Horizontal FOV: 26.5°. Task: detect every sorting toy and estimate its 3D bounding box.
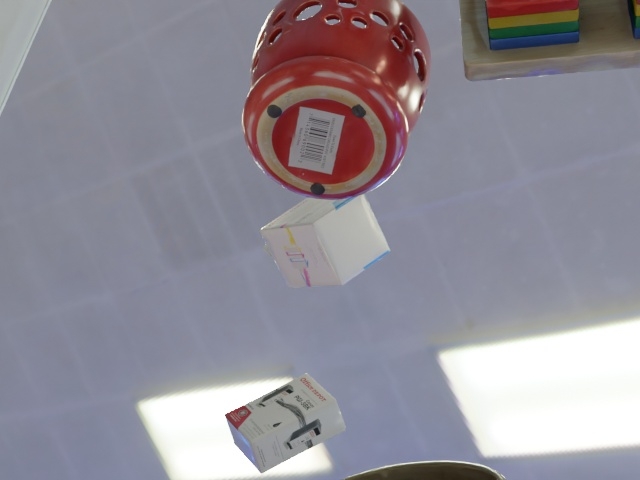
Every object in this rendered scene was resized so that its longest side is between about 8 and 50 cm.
[{"bbox_3d":[0.270,-0.296,1.414,0.257,0.255,0.089,-4,-39,7],"label":"sorting toy"}]

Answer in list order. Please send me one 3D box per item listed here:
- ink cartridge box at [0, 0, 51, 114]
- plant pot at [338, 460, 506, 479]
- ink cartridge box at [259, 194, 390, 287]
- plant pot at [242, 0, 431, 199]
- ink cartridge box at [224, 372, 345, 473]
[{"bbox_3d":[-0.315,-0.203,0.870,0.279,0.384,0.160,27,-13,-23],"label":"ink cartridge box"},{"bbox_3d":[0.132,0.504,1.958,0.323,0.323,0.280,-3,-79,45],"label":"plant pot"},{"bbox_3d":[0.000,0.000,1.743,0.143,0.092,0.090,-5,-65,57],"label":"ink cartridge box"},{"bbox_3d":[0.017,-0.149,1.416,0.191,0.174,0.191,4,-51,4],"label":"plant pot"},{"bbox_3d":[-0.049,0.249,1.874,0.099,0.135,0.056,34,-35,57],"label":"ink cartridge box"}]
